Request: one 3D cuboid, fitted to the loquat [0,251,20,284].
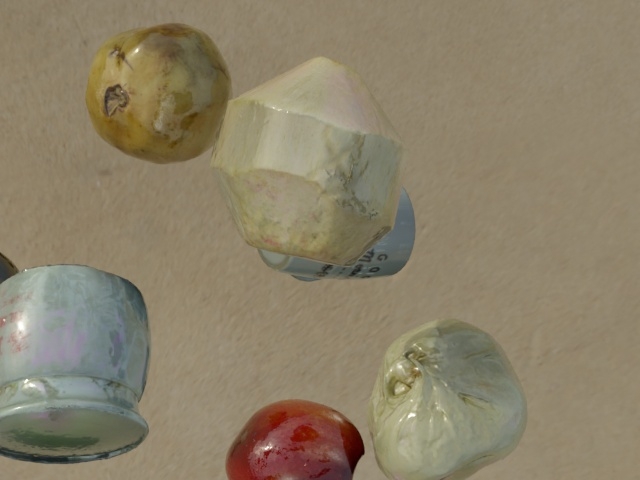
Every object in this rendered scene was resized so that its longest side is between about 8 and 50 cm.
[{"bbox_3d":[-0.449,0.069,1.120,0.195,0.152,0.152,41,69,9],"label":"loquat"}]

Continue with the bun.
[{"bbox_3d":[0.228,0.314,1.756,0.213,0.361,0.361,50,62,-40],"label":"bun"}]

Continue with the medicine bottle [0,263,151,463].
[{"bbox_3d":[-0.224,0.114,0.784,0.147,0.147,0.143,2,58,-12],"label":"medicine bottle"}]

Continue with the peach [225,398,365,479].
[{"bbox_3d":[-0.051,0.435,1.751,0.245,0.274,0.249,13,67,-41],"label":"peach"}]

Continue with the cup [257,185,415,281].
[{"bbox_3d":[0.000,0.000,1.549,0.234,0.258,0.186,-5,60,-34],"label":"cup"}]

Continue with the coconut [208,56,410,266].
[{"bbox_3d":[-0.008,-0.100,1.098,0.259,0.259,0.259,4,72,-12],"label":"coconut"}]

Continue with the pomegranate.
[{"bbox_3d":[-0.359,-0.331,2.007,0.332,0.332,0.332,4,72,-12],"label":"pomegranate"}]
